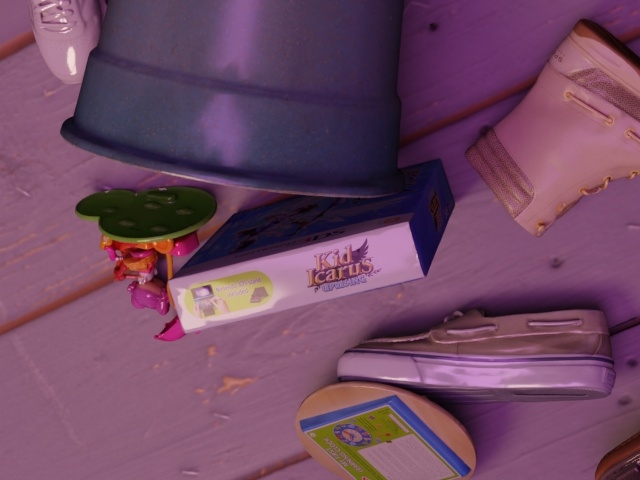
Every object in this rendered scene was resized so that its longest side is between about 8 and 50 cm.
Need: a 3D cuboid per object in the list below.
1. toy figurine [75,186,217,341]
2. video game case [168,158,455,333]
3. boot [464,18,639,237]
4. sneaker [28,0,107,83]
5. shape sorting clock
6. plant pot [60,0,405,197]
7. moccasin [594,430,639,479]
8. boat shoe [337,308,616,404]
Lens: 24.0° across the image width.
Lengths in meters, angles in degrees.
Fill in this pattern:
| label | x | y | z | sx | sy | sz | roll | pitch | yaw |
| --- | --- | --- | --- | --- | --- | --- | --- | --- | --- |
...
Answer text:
| label | x | y | z | sx | sy | sz | roll | pitch | yaw |
| --- | --- | --- | --- | --- | --- | --- | --- | --- | --- |
| toy figurine | -0.185 | 0.035 | 1.666 | 0.173 | 0.130 | 0.159 | 10 | 121 | 31 |
| video game case | 0.000 | 0.000 | 1.522 | 0.244 | 0.269 | 0.061 | -13 | 103 | 14 |
| boot | 0.299 | -0.069 | 1.535 | 0.262 | 0.095 | 0.203 | 41 | 110 | -2 |
| sneaker | -0.279 | -0.276 | 1.580 | 0.090 | 0.095 | 0.235 | 0 | 109 | 9 |
| shape sorting clock | 0.072 | 0.221 | 1.668 | 0.206 | 0.040 | 0.206 | 9 | 137 | 8 |
| plant pot | -0.057 | -0.240 | 1.441 | 0.341 | 0.341 | 0.334 | 12 | 102 | 7 |
| moccasin | 0.458 | 0.170 | 1.571 | 0.380 | 0.147 | 0.139 | -38 | 112 | 16 |
| boat shoe | 0.169 | 0.124 | 1.635 | 0.302 | 0.109 | 0.094 | 0 | 71 | 13 |
